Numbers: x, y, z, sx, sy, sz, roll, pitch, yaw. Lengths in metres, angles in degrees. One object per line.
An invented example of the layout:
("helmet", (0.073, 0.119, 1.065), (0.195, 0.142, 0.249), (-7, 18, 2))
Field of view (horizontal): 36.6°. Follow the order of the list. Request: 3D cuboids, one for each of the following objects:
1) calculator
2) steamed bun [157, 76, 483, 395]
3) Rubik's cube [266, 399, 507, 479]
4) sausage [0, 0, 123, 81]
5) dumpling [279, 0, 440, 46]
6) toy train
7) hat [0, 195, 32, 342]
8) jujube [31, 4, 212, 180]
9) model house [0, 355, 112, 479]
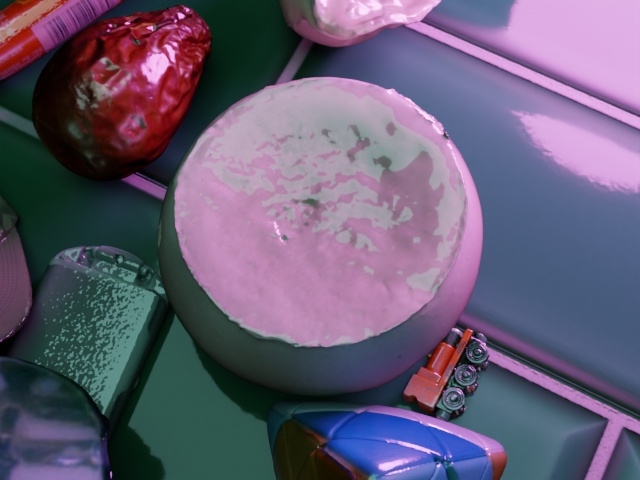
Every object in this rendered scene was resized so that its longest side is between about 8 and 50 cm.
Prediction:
("calculator", (-0.257, 0.120, 1.017), (0.141, 0.045, 0.246), (19, 72, 6))
("steamed bun", (0.000, 0.000, 0.974), (0.324, 0.206, 0.324), (0, 73, 1))
("Rubik's cube", (0.083, 0.268, 0.920), (0.254, 0.254, 0.254), (0, 70, 0))
("sausage", (-0.327, -0.261, 1.140), (0.274, 0.074, 0.074), (-39, 75, -11))
("dumpling", (0.046, -0.301, 1.117), (0.193, 0.147, 0.258), (6, 40, -7))
("toy train", (0.135, 0.137, 1.015), (0.064, 0.044, 0.103), (25, 72, 20))
("hat", (-0.415, 0.020, 0.987), (0.214, 0.149, 0.245), (-29, 34, -11))
("jujube", (-0.208, -0.172, 1.066), (0.168, 0.168, 0.236), (33, 57, 11))
("model house", (-0.355, 0.301, 0.882), (0.295, 0.329, 0.252), (-1, 32, -23))
